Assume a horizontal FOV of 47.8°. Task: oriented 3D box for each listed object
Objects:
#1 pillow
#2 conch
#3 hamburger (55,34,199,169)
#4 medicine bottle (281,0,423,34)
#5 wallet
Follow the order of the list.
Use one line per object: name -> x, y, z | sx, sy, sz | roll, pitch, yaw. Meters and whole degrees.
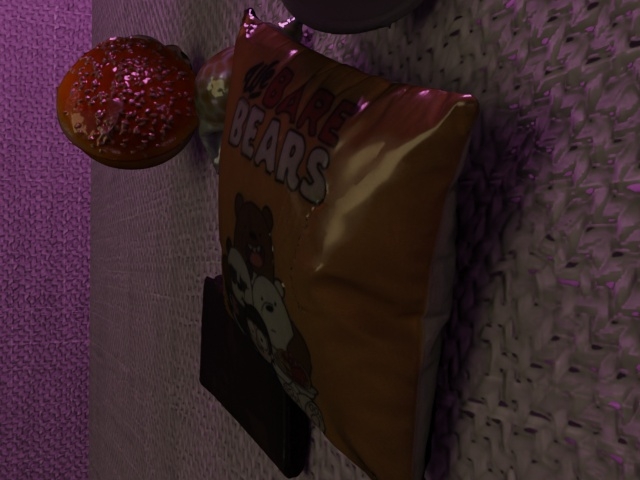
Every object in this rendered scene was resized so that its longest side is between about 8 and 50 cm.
pillow -> 0.000, 0.000, 0.564 | 0.310, 0.119, 0.312 | 42, 133, 54
conch -> -0.079, -0.145, 0.779 | 0.116, 0.106, 0.173 | 19, 126, 44
hamburger -> -0.289, -0.209, 1.102 | 0.147, 0.237, 0.236 | 97, 160, -52
medicine bottle -> 0.004, -0.290, 0.549 | 0.144, 0.145, 0.252 | 127, 140, -52
wallet -> -0.088, 0.142, 0.856 | 0.309, 0.042, 0.165 | -162, 73, -64
